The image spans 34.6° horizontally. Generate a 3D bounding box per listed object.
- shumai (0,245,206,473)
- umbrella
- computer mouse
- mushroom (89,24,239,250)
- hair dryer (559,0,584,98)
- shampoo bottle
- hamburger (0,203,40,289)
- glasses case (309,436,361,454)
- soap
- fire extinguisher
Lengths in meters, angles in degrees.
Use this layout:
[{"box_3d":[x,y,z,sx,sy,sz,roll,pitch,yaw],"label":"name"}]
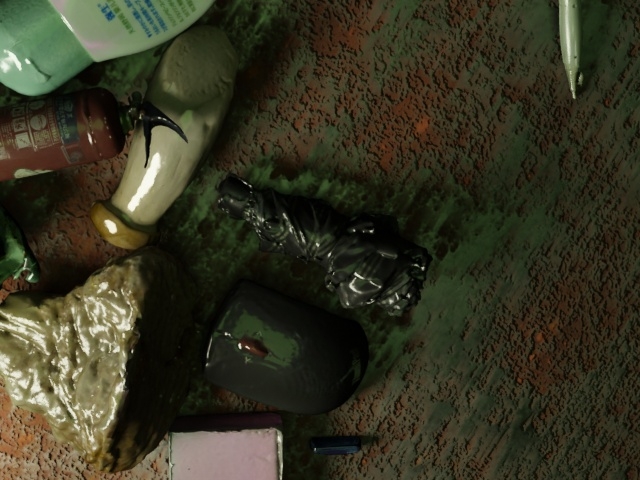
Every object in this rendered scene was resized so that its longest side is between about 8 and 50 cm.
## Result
[{"box_3d":[-0.344,0.161,1.525,0.283,0.217,0.346,12,105,22],"label":"shumai"},{"box_3d":[-0.002,0.012,1.550,0.336,0.128,0.155,14,82,-3],"label":"umbrella"},{"box_3d":[-0.042,0.175,1.560,0.269,0.100,0.170,22,90,-20],"label":"computer mouse"},{"box_3d":[-0.219,-0.145,1.492,0.128,0.128,0.350,28,99,-11],"label":"mushroom"},{"box_3d":[0.423,-0.335,1.578,0.206,0.075,0.237,-1,107,-14],"label":"hair dryer"},{"box_3d":[-0.306,-0.333,1.399,0.349,0.151,0.222,-37,130,-3],"label":"shampoo bottle"},{"box_3d":[-0.549,0.025,1.409,0.260,0.150,0.276,34,75,15],"label":"hamburger"},{"box_3d":[0.024,0.331,1.646,0.083,0.033,0.023,-2,110,-7],"label":"glasses case"},{"box_3d":[-0.146,0.406,1.612,0.181,0.081,0.260,-2,101,-6],"label":"soap"},{"box_3d":[-0.354,-0.133,1.402,0.343,0.102,0.138,-11,61,-2],"label":"fire extinguisher"}]
